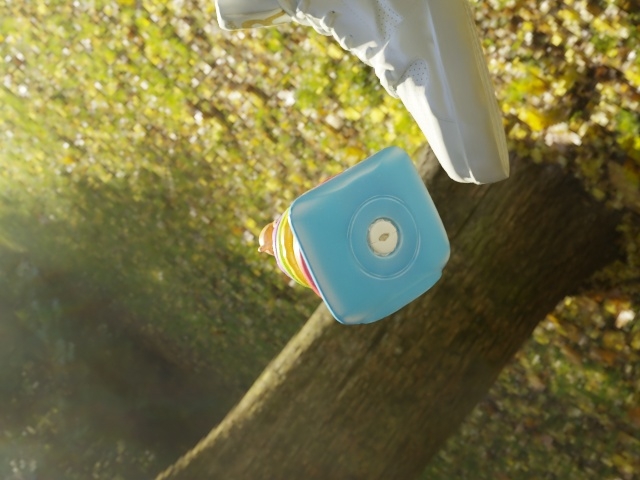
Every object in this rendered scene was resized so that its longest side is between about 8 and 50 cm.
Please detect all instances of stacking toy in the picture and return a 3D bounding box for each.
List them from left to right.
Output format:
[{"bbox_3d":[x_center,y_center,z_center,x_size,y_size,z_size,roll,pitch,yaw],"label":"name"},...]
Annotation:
[{"bbox_3d":[0.000,0.000,1.206,0.302,0.175,0.166,-2,116,62],"label":"stacking toy"}]

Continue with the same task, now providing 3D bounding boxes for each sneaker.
[{"bbox_3d":[0.017,-0.156,0.692,0.108,0.169,0.292,18,-127,-75],"label":"sneaker"}]
